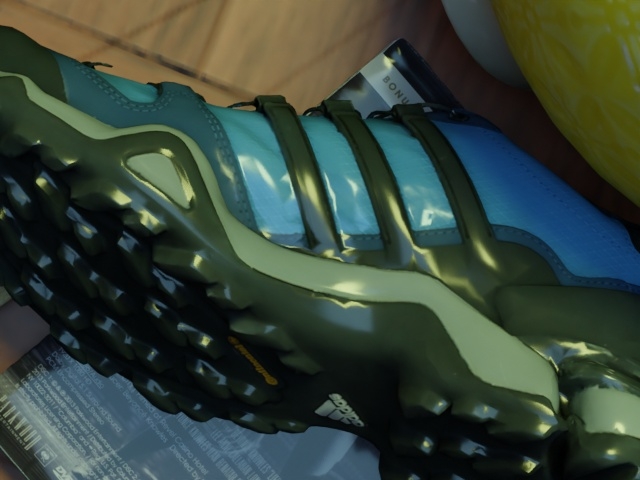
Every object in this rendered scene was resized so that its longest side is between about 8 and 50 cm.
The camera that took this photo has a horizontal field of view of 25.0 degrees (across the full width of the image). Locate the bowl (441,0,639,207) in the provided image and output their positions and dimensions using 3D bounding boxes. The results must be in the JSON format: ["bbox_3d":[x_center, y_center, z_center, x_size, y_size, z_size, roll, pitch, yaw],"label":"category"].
[{"bbox_3d":[0.130,-0.119,0.493,0.156,0.289,0.290,-7,87,39],"label":"bowl"}]

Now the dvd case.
[{"bbox_3d":[0.001,0.053,0.561,0.221,0.018,0.164,-41,90,-4],"label":"dvd case"}]

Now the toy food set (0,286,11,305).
[{"bbox_3d":[-0.143,-0.011,0.553,0.082,0.020,0.083,7,87,-3],"label":"toy food set"}]

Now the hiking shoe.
[{"bbox_3d":[0.000,0.000,0.517,0.304,0.113,0.132,28,52,5],"label":"hiking shoe"}]
